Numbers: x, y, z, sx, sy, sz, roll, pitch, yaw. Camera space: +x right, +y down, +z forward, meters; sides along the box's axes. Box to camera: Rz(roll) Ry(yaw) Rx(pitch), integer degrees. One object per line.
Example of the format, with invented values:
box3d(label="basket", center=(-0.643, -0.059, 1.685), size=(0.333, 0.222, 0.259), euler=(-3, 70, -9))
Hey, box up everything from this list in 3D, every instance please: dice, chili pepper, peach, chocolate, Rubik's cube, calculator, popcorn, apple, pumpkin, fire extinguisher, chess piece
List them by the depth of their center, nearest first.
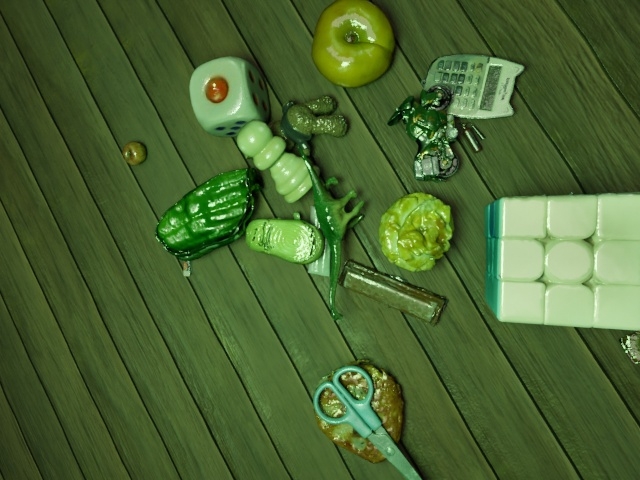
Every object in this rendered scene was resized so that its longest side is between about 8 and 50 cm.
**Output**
box3d(label="Rubik's cube", center=(0.570, 0.039, 1.019), size=(0.291, 0.290, 0.292), euler=(-1, 92, 16))
box3d(label="pumpkin", center=(0.840, 0.266, 1.082), size=(0.101, 0.035, 0.073), euler=(-31, 72, 18))
box3d(label="popcorn", center=(0.266, -0.025, 1.165), size=(0.204, 0.184, 0.221), euler=(18, 83, 2))
box3d(label="calculator", center=(0.419, -0.436, 1.180), size=(0.268, 0.040, 0.177), euler=(15, 95, 16))
box3d(label="fire extinguisher", center=(0.435, -0.302, 1.183), size=(0.046, 0.032, 0.100), euler=(-30, 89, 25))
box3d(label="peach", center=(0.096, -0.575, 1.219), size=(0.251, 0.153, 0.251), euler=(0, 99, 2))
box3d(label="chess piece", center=(-0.135, -0.247, 1.232), size=(0.144, 0.144, 0.251), euler=(-41, 114, 13))
box3d(label="chocolate", center=(0.209, 0.154, 1.242), size=(0.329, 0.065, 0.102), euler=(22, 97, 13))
box3d(label="dice", center=(-0.279, -0.442, 1.301), size=(0.194, 0.192, 0.193), euler=(-12, 89, 17))
box3d(label="chili pepper", center=(-0.338, -0.076, 1.340), size=(0.385, 0.167, 0.213), euler=(-31, 87, 13))
box3d(label="apple", center=(-0.657, -0.309, 1.475), size=(0.084, 0.071, 0.084), euler=(3, 100, 19))

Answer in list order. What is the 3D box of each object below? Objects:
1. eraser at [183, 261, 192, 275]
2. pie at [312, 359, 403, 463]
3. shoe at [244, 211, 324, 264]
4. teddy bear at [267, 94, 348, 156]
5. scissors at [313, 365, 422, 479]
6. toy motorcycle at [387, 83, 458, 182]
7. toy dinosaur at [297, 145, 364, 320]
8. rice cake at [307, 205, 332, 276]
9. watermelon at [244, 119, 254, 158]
box3d(label="eraser", center=(-0.464, 0.075, 1.455), size=(0.027, 0.019, 0.099), euler=(3, 93, 16))
box3d(label="pie", center=(0.112, 0.509, 1.266), size=(0.308, 0.085, 0.308), euler=(0, 91, 16))
box3d(label="shoe", center=(-0.106, -0.014, 1.293), size=(0.262, 0.128, 0.140), euler=(7, 104, 18))
box3d(label="teddy bear", center=(-0.057, -0.359, 1.270), size=(0.251, 0.129, 0.182), euler=(-23, 73, 17))
box3d(label="scissors", center=(0.172, 0.570, 1.193), size=(0.192, 0.029, 0.447), euler=(-43, 82, 6))
box3d(label="toy motorcycle", center=(0.290, -0.295, 1.180), size=(0.187, 0.125, 0.275), euler=(-8, 91, 12))
box3d(label="toy dinosaur", center=(0.001, -0.026, 1.193), size=(0.301, 0.087, 0.447), euler=(-45, 103, -19))
box3d(label="rice cake", center=(0.001, 0.001, 1.309), size=(0.080, 0.042, 0.222), euler=(4, 93, 14))
box3d(label="watermelon", center=(-0.201, -0.305, 1.317), size=(0.069, 0.163, 0.087), euler=(-1, 79, -19))
